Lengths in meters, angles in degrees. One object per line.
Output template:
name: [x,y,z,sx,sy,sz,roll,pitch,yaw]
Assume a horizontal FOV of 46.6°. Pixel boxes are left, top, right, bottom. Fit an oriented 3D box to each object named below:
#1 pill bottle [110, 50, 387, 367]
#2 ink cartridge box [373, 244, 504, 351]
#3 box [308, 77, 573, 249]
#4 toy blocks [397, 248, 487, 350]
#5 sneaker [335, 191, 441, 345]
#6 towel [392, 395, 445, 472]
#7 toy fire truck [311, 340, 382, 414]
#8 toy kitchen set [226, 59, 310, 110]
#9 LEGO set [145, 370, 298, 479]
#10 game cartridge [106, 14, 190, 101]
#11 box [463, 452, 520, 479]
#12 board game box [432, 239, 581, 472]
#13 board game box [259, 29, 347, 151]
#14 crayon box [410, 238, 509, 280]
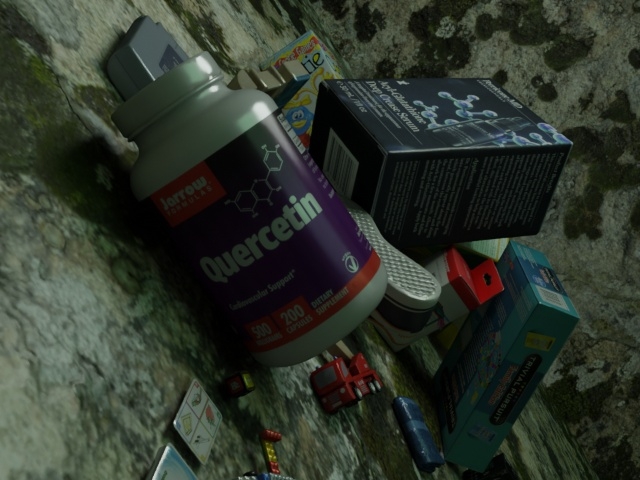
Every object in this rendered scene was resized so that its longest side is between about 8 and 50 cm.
pill bottle: [-0.079,-0.033,0.808,0.323,0.181,0.181,55,16,-12]
ink cartridge box: [0.211,0.094,1.375,0.078,0.231,0.134,52,16,-20]
box: [0.215,-0.157,1.427,0.293,0.395,0.212,-123,-145,-47]
toy blocks: [0.307,0.110,1.783,0.381,0.191,0.261,49,5,1]
sneaker: [0.055,0.043,1.220,0.126,0.127,0.321,-13,44,-34]
towel: [0.154,0.305,1.179,0.067,0.029,0.119,35,28,-54]
toy fire truck: [0.028,0.160,1.029,0.135,0.047,0.192,62,16,13]
toy kitchen set: [-0.081,-0.202,1.293,0.166,0.122,0.207,53,36,5]
LEGO set: [-0.059,0.211,0.647,0.182,0.060,0.244,58,14,-15]
game cartridge: [-0.168,-0.159,1.018,0.294,0.060,0.196,51,14,-26]
box: [0.301,0.425,1.303,0.062,0.083,0.052,56,14,-9]
board game box: [0.317,0.201,1.333,0.079,0.336,0.254,21,23,-6]
board game box: [0.003,-0.295,1.639,0.275,0.142,0.144,64,16,20]
crayon box: [0.255,-0.067,1.625,0.323,0.083,0.203,22,56,-7]
